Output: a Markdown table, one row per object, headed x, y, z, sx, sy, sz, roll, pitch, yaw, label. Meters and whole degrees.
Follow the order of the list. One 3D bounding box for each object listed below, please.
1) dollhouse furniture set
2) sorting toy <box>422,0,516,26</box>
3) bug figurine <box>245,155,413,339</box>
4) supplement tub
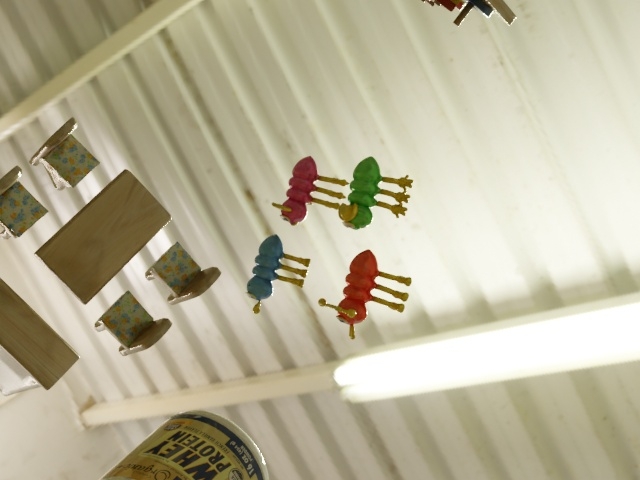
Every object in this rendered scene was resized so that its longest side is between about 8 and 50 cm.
| x | y | z | sx | sy | sz | roll | pitch | yaw | label |
| --- | --- | --- | --- | --- | --- | --- | --- | --- | --- |
| -0.391 | 0.043 | 1.492 | 0.362 | 0.394 | 0.256 | 48 | -30 | -13 | dollhouse furniture set |
| 0.112 | -0.264 | 0.929 | 0.132 | 0.274 | 0.046 | 44 | -78 | 28 | sorting toy |
| 0.000 | 0.000 | 1.152 | 0.279 | 0.072 | 0.216 | 8 | -98 | 52 | bug figurine |
| -0.247 | 0.437 | 1.479 | 0.228 | 0.316 | 0.228 | 10 | -66 | 23 | supplement tub |
